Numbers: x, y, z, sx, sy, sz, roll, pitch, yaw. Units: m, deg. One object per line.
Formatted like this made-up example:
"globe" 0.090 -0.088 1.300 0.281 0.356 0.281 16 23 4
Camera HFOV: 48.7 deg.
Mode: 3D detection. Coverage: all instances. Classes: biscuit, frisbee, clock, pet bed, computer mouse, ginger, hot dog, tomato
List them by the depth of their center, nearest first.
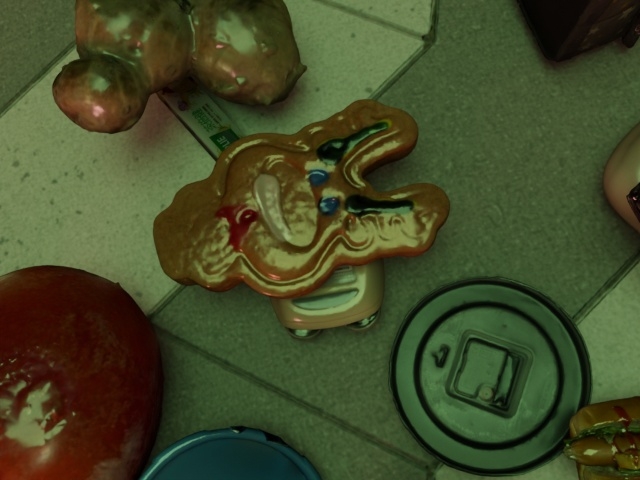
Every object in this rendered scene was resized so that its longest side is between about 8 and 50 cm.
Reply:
"hot dog" 0.372 0.210 0.736 0.250 0.076 0.104 -1 72 -10
"tomato" -0.277 0.176 0.756 0.309 0.170 0.308 1 89 -28
"frisbee" -0.105 0.329 0.795 0.242 0.045 0.241 1 85 -10
"biscuit" -0.030 -0.039 0.806 0.334 0.047 0.201 -18 73 5
"clock" 0.192 0.153 0.813 0.226 0.049 0.225 -2 75 8
"pet bed" 0.337 -0.338 0.826 0.159 0.211 0.183 -19 74 -7
"computer mouse" 0.000 0.000 0.856 0.145 0.082 0.236 -12 74 5
"ginger" -0.185 -0.244 0.870 0.304 0.155 0.244 -19 71 -19

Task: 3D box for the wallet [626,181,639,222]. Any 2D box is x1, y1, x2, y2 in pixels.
"wallet" 0.471 -0.019 0.748 0.221 0.071 0.262 -41 106 -1

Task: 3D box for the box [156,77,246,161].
"box" -0.141 -0.146 0.933 0.050 0.041 0.207 -41 75 -6

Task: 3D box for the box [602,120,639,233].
"box" 0.426 -0.090 0.815 0.200 0.088 0.146 -42 77 -2
